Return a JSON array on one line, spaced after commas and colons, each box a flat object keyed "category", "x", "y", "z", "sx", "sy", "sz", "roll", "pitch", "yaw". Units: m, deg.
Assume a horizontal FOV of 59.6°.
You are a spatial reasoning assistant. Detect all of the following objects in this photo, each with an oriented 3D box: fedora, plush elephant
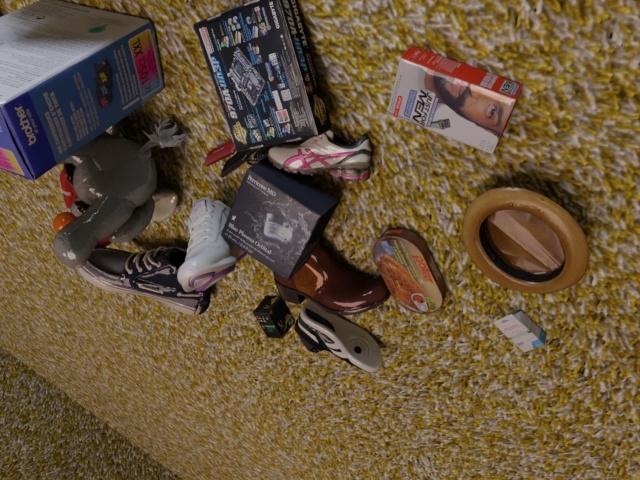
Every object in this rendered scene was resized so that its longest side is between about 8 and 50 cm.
[{"category": "fedora", "x": 0.317, "y": -0.009, "z": 0.857, "sx": 0.194, "sy": 0.079, "sz": 0.194, "roll": 22, "pitch": 133, "yaw": 25}, {"category": "plush elephant", "x": -0.434, "y": -0.122, "z": 1.159, "sx": 0.271, "sy": 0.330, "sz": 0.255, "roll": 57, "pitch": 159, "yaw": -2}]

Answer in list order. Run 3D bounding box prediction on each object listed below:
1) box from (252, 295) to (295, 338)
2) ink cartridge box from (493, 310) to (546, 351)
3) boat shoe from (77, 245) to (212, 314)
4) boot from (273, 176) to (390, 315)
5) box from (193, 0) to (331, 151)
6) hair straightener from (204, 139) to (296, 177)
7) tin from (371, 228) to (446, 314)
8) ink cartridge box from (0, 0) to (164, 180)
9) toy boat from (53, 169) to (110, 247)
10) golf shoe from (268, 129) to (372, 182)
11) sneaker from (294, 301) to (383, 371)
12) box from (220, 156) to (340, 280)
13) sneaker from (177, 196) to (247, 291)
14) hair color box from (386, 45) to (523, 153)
[{"category": "box", "x": -0.111, "y": 0.183, "z": 1.333, "sx": 0.052, "sy": 0.062, "sz": 0.083, "roll": -4, "pitch": 124, "yaw": 38}, {"category": "ink cartridge box", "x": 0.362, "y": 0.160, "z": 1.015, "sx": 0.083, "sy": 0.028, "sz": 0.048, "roll": 42, "pitch": 138, "yaw": -6}, {"category": "boat shoe", "x": -0.421, "y": 0.059, "z": 1.371, "sx": 0.341, "sy": 0.127, "sz": 0.158, "roll": 18, "pitch": 133, "yaw": -9}, {"category": "boot", "x": 0.000, "y": 0.000, "z": 1.103, "sx": 0.264, "sy": 0.096, "sz": 0.280, "roll": 10, "pitch": 124, "yaw": 36}, {"category": "box", "x": -0.092, "y": -0.263, "z": 0.895, "sx": 0.175, "sy": 0.051, "sz": 0.220, "roll": -4, "pitch": 113, "yaw": 35}, {"category": "hair straightener", "x": -0.118, "y": -0.170, "z": 1.050, "sx": 0.230, "sy": 0.047, "sz": 0.089, "roll": -22, "pitch": 134, "yaw": 38}, {"category": "tin", "x": 0.169, "y": 0.059, "z": 1.052, "sx": 0.106, "sy": 0.040, "sz": 0.189, "roll": -4, "pitch": 124, "yaw": 42}, {"category": "ink cartridge box", "x": -0.505, "y": -0.261, "z": 0.955, "sx": 0.270, "sy": 0.395, "sz": 0.151, "roll": 19, "pitch": 135, "yaw": 20}, {"category": "toy boat", "x": -0.588, "y": -0.064, "z": 1.371, "sx": 0.151, "sy": 0.151, "sz": 0.231, "roll": 27, "pitch": 137, "yaw": 13}, {"category": "golf shoe", "x": -0.001, "y": -0.154, "z": 0.959, "sx": 0.186, "sy": 0.067, "sz": 0.085, "roll": 8, "pitch": 113, "yaw": 15}, {"category": "sneaker", "x": 0.038, "y": 0.236, "z": 1.277, "sx": 0.217, "sy": 0.079, "sz": 0.121, "roll": 38, "pitch": 142, "yaw": 12}, {"category": "box", "x": -0.075, "y": -0.041, "z": 1.012, "sx": 0.156, "sy": 0.093, "sz": 0.158, "roll": 33, "pitch": 122, "yaw": 9}, {"category": "sneaker", "x": -0.225, "y": 0.002, "z": 1.093, "sx": 0.114, "sy": 0.305, "sz": 0.152, "roll": -32, "pitch": 100, "yaw": 13}, {"category": "hair color box", "x": 0.187, "y": -0.200, "z": 0.794, "sx": 0.167, "sy": 0.053, "sz": 0.093, "roll": 24, "pitch": 136, "yaw": 13}]
